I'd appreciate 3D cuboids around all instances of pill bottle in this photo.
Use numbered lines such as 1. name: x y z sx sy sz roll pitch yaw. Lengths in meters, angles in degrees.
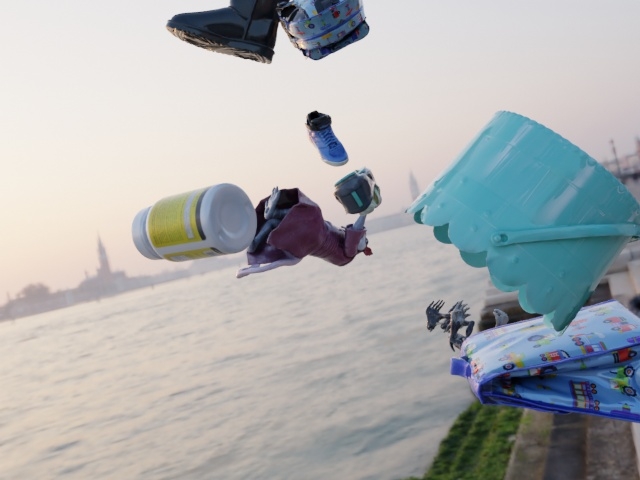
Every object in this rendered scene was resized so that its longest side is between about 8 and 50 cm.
1. pill bottle: -0.222 -0.025 1.177 0.208 0.119 0.119 -8 2 37

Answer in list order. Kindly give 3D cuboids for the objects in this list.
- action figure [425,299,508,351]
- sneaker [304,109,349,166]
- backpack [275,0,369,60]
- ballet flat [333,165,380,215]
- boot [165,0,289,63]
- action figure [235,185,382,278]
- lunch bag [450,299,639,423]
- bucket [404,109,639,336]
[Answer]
1. action figure: 0.375 0.221 1.701 0.164 0.141 0.276 19 9 -28
2. sneaker: 0.012 -0.237 1.558 0.058 0.152 0.084 -24 -39 -13
3. backpack: 0.014 -0.401 1.249 0.158 0.117 0.173 -28 26 -1
4. ballet flat: 0.059 -0.072 1.065 0.074 0.074 0.203 -13 6 8
5. boot: -0.188 -0.508 1.470 0.246 0.207 0.094 15 -3 1
6. action figure: 0.000 0.000 1.751 0.370 0.275 0.248 21 -20 -35
7. lunch bag: 0.350 0.187 1.069 0.293 0.138 0.221 -3 9 6
8. bucket: 0.270 -0.027 0.911 0.183 0.281 0.281 -51 -5 5
